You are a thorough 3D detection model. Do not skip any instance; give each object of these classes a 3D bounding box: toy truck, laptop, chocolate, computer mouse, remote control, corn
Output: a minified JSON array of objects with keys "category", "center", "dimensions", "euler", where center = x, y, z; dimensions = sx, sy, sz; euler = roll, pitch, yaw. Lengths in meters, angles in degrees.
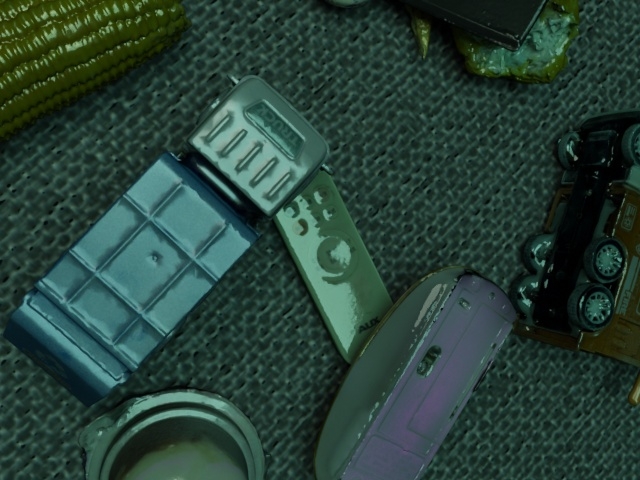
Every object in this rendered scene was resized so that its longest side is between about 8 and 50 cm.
[{"category":"toy truck","center":[0.370,0.000,0.927],"dimensions":[0.162,0.136,0.305],"euler":[21,85,-22]},{"category":"toy truck","center":[-0.147,-0.001,0.737],"dimensions":[0.146,0.175,0.367],"euler":[42,86,-9]},{"category":"laptop","center":[0.173,-0.313,0.854],"dimensions":[0.197,0.016,0.135],"euler":[29,88,18]},{"category":"chocolate","center":[-0.147,0.256,0.756],"dimensions":[0.221,0.147,0.221],"euler":[1,87,-13]},{"category":"computer mouse","center":[0.107,0.172,0.854],"dimensions":[0.158,0.072,0.310],"euler":[34,87,-34]},{"category":"remote control","center":[0.001,0.000,0.863],"dimensions":[0.090,0.038,0.309],"euler":[-27,96,-16]},{"category":"corn","center":[-0.294,-0.182,0.735],"dimensions":[0.344,0.131,0.131],"euler":[-32,98,-17]}]

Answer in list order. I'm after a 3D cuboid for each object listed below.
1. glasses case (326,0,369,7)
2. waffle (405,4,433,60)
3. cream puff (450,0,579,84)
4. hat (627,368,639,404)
[{"category":"glasses case","center":[-0.026,-0.417,0.836],"dimensions":[0.125,0.076,0.327],"euler":[-37,96,5]},{"category":"waffle","center":[0.097,-0.330,0.902],"dimensions":[0.125,0.032,0.191],"euler":[19,82,-17]},{"category":"cream puff","center":[0.239,-0.260,0.907],"dimensions":[0.156,0.121,0.156],"euler":[-1,132,-2]},{"category":"hat","center":[0.477,0.126,0.930],"dimensions":[0.233,0.244,0.233],"euler":[44,91,-3]}]
